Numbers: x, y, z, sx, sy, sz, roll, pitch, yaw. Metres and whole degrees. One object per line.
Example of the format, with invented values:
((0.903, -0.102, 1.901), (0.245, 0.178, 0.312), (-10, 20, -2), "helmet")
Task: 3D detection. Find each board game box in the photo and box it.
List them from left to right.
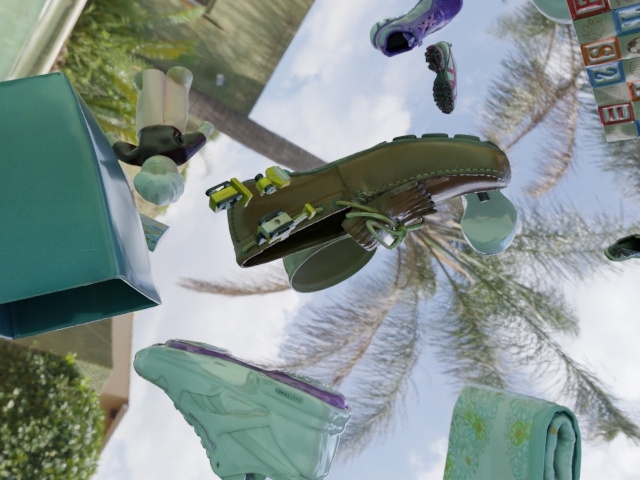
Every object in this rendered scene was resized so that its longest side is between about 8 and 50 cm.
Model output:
((-0.366, -0.035, 0.997), (0.026, 0.154, 0.103), (-63, -170, 13), "board game box")

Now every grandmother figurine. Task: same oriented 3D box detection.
((-0.317, -0.204, 1.046), (0.208, 0.104, 0.342), (-14, -127, 1), "grandmother figurine")

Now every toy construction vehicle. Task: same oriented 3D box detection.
((-0.063, -0.036, 0.582), (0.098, 0.086, 0.035), (-34, 161, -38), "toy construction vehicle")

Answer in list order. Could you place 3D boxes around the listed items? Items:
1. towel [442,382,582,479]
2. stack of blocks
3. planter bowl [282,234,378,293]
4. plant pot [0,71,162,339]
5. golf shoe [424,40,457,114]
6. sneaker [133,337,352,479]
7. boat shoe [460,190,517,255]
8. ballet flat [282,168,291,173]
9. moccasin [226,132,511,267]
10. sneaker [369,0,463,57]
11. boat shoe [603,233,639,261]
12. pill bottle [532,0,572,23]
((0.324, 0.466, 0.986), (0.320, 0.090, 0.374), (157, -53, -72), "towel")
((0.435, -0.258, 0.682), (0.171, 0.297, 0.087), (-4, -119, 37), "stack of blocks")
((0.000, 0.000, 0.905), (0.162, 0.162, 0.109), (-46, -121, 28), "planter bowl")
((-0.281, -0.039, 0.551), (0.165, 0.166, 0.234), (104, -27, -74), "plant pot")
((0.335, -0.427, 1.407), (0.086, 0.186, 0.068), (-27, -158, -29), "golf shoe")
((-0.119, 0.206, 0.630), (0.305, 0.114, 0.152), (12, -99, 31), "sneaker")
((0.296, -0.031, 0.944), (0.095, 0.084, 0.258), (-9, -154, 19), "boat shoe")
((-0.094, -0.068, 1.226), (0.070, 0.070, 0.188), (-1, -100, 58), "ballet flat")
((0.055, -0.041, 0.706), (0.381, 0.139, 0.146), (-11, -108, 10), "moccasin")
((0.232, -0.509, 1.279), (0.237, 0.095, 0.104), (-24, -144, 21), "sneaker")
((0.722, 0.012, 1.219), (0.049, 0.152, 0.056), (102, -30, -61), "boat shoe")
((0.575, -0.576, 1.056), (0.323, 0.181, 0.181), (-35, -155, -16), "pill bottle")
